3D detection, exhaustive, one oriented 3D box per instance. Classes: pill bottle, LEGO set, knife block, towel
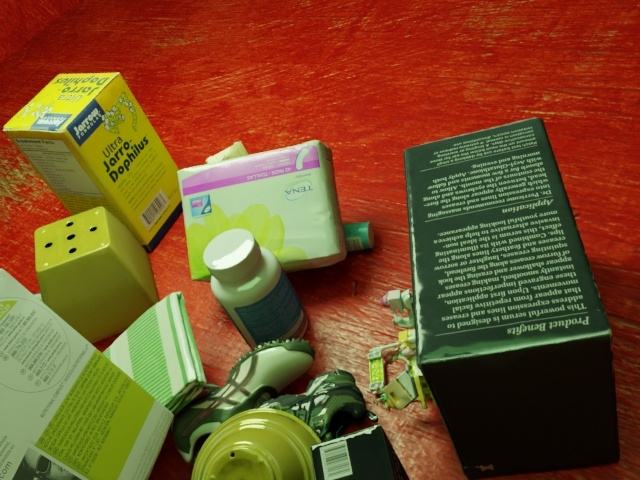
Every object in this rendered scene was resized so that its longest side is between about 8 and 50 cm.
[{"bbox_3d":[-0.113,0.088,1.154,0.124,0.221,0.124,-13,43,13],"label":"pill bottle"},{"bbox_3d":[0.108,0.197,1.008,0.107,0.132,0.287,-17,20,17],"label":"LEGO set"},{"bbox_3d":[-0.150,-0.082,1.465,0.088,0.242,0.276,-29,-3,-6],"label":"knife block"},{"bbox_3d":[-0.331,0.259,1.144,0.325,0.038,0.248,-44,40,12],"label":"towel"}]

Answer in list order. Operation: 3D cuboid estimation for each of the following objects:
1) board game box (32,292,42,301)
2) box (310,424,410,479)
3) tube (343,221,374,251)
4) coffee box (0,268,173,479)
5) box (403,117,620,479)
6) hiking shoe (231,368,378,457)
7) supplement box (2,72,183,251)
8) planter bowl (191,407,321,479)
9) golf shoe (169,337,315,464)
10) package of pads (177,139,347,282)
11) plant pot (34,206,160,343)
[{"bbox_3d":[-0.664,0.178,1.386,0.201,0.035,0.136,-14,33,2],"label":"board game box"},{"bbox_3d":[0.077,0.385,0.792,0.103,0.184,0.261,-18,42,5],"label":"box"},{"bbox_3d":[0.000,0.000,1.311,0.207,0.080,0.052,-5,4,17],"label":"tube"},{"bbox_3d":[-0.460,0.308,0.859,0.337,0.334,0.338,-33,21,26],"label":"coffee box"},{"bbox_3d":[0.256,0.075,0.940,0.212,0.293,0.395,-11,44,15],"label":"box"},{"bbox_3d":[-0.029,0.289,1.012,0.227,0.086,0.114,-32,41,-6],"label":"hiking shoe"},{"bbox_3d":[-0.475,-0.169,1.487,0.194,0.356,0.195,7,51,30],"label":"supplement box"},{"bbox_3d":[-0.097,0.340,0.929,0.217,0.090,0.217,-4,71,13],"label":"planter bowl"},{"bbox_3d":[-0.118,0.260,1.086,0.273,0.105,0.120,-31,49,7],"label":"golf shoe"},{"bbox_3d":[-0.109,-0.044,1.262,0.296,0.101,0.229,-11,81,12],"label":"package of pads"},{"bbox_3d":[-0.466,0.060,1.354,0.212,0.187,0.212,-21,41,-8],"label":"plant pot"}]
